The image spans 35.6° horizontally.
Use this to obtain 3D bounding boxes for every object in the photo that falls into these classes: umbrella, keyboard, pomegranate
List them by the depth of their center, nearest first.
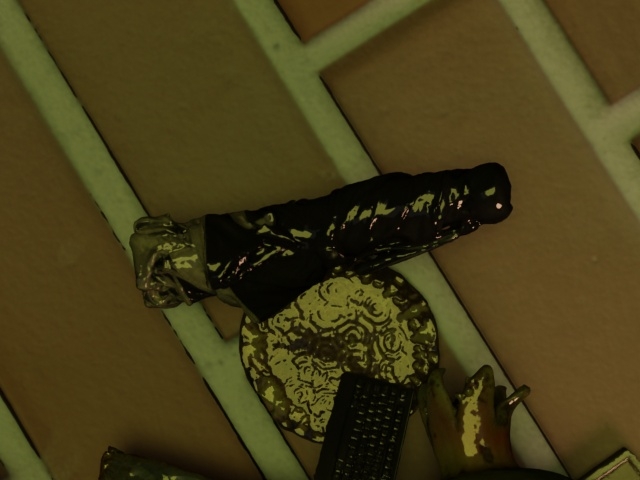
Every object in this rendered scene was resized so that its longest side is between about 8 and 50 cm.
[{"bbox_3d":[0.172,0.264,0.867,0.231,0.231,0.285,15,61,5],"label":"pomegranate"},{"bbox_3d":[0.031,0.216,0.910,0.074,0.015,0.196,18,61,0],"label":"keyboard"},{"bbox_3d":[-0.001,0.001,0.911,0.358,0.113,0.106,-12,70,13],"label":"umbrella"}]

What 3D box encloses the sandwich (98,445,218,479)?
[{"bbox_3d":[-0.108,0.347,0.864,0.271,0.301,0.099,9,134,5],"label":"sandwich"}]

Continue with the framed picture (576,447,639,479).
[{"bbox_3d":[0.295,0.352,0.947,0.189,0.023,0.260,-38,87,5],"label":"framed picture"}]

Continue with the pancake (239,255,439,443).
[{"bbox_3d":[0.018,0.107,0.975,0.199,0.021,0.199,0,90,5],"label":"pancake"}]
